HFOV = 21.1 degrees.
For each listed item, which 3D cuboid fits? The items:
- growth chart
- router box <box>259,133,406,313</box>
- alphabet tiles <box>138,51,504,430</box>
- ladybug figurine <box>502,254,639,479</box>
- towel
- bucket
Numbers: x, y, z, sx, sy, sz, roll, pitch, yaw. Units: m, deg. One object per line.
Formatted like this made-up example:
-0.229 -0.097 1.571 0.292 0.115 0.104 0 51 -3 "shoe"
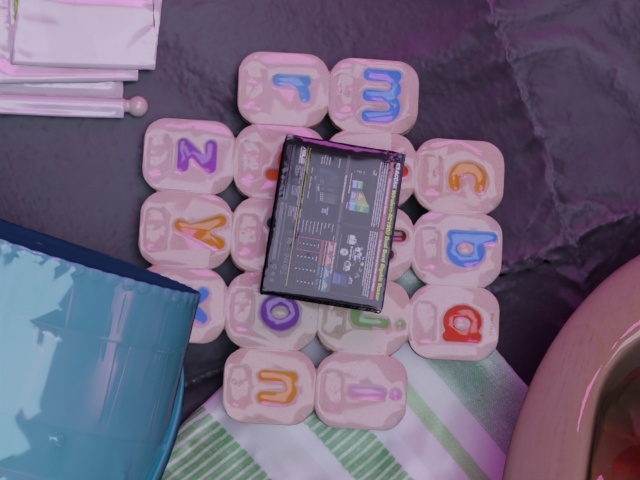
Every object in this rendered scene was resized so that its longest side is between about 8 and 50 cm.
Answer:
-0.190 -0.203 1.289 0.172 0.021 0.237 10 90 -9 "growth chart"
0.009 -0.012 1.280 0.092 0.038 0.122 10 84 -4 "router box"
0.000 0.000 1.308 0.278 0.021 0.284 3 84 -5 "alphabet tiles"
0.284 0.216 1.252 0.305 0.162 0.449 10 69 14 "ladybug figurine"
0.019 0.190 1.328 0.325 0.038 0.248 -43 97 -6 "towel"
-0.221 0.083 1.170 0.281 0.281 0.183 20 90 -10 "bucket"
